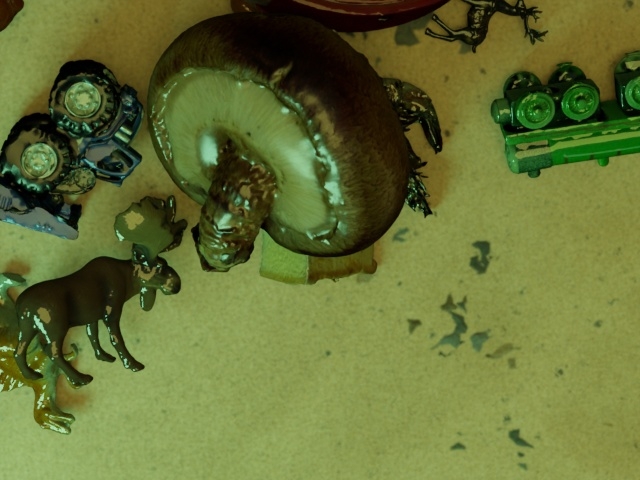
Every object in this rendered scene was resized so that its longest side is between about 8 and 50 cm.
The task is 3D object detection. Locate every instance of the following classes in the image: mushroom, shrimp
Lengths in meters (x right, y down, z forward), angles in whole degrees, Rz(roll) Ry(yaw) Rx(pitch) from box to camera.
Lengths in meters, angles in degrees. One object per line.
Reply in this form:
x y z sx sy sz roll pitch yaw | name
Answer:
-0.044 -0.099 1.841 0.297 0.163 0.278 33 120 21 | mushroom
0.095 -0.102 1.952 0.091 0.034 0.161 -29 101 0 | shrimp

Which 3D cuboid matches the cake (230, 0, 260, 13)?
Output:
-0.054 -0.254 1.906 0.084 0.044 0.084 -1 103 -3 | cake

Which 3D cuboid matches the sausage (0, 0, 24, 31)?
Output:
-0.481 -0.232 1.850 0.349 0.094 0.097 -10 97 -2 | sausage

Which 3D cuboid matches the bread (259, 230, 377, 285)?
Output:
0.000 0.000 1.974 0.109 0.080 0.084 -9 104 -39 | bread

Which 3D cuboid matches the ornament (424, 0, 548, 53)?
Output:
0.182 -0.233 1.938 0.125 0.028 0.073 18 98 -6 | ornament

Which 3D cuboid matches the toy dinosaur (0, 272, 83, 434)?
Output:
-0.343 0.111 1.956 0.212 0.057 0.142 24 108 -2 | toy dinosaur

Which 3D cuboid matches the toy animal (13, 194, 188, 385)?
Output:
-0.221 0.049 1.892 0.214 0.094 0.186 -15 107 -39 | toy animal

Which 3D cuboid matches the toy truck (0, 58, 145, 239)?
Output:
-0.268 -0.082 1.888 0.126 0.113 0.208 40 96 -12 | toy truck

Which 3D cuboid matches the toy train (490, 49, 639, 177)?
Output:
0.309 -0.132 1.945 0.251 0.085 0.119 -9 117 1 | toy train

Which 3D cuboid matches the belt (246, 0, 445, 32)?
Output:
0.036 -0.326 1.838 0.324 0.115 0.227 -12 88 -9 | belt
